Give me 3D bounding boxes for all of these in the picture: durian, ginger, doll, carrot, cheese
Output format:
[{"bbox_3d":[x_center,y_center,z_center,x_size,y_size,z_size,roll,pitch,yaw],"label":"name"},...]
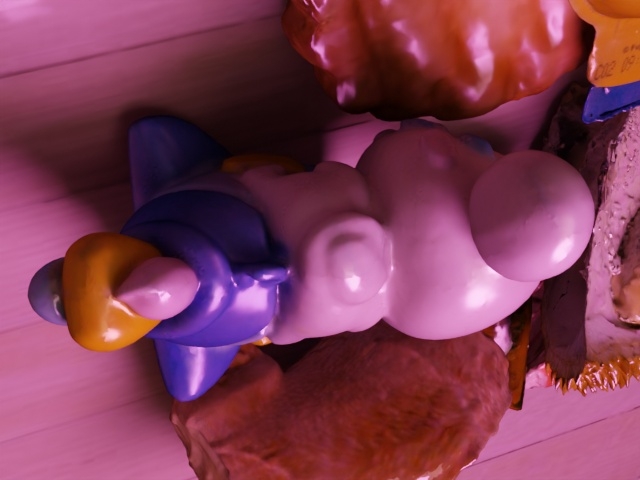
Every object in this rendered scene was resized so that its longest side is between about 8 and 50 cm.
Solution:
[{"bbox_3d":[0.233,-0.019,1.392,0.166,0.172,0.306,28,75,-47],"label":"durian"},{"bbox_3d":[0.009,0.130,1.344,0.275,0.221,0.130,-61,-178,-24],"label":"ginger"},{"bbox_3d":[-0.001,-0.009,1.211,0.366,0.187,0.376,-8,164,1],"label":"doll"},{"bbox_3d":[0.130,0.051,1.440,0.082,0.082,0.173,-3,99,-34],"label":"carrot"},{"bbox_3d":[0.228,-0.183,1.203,0.177,0.069,0.270,-21,142,-21],"label":"cheese"}]

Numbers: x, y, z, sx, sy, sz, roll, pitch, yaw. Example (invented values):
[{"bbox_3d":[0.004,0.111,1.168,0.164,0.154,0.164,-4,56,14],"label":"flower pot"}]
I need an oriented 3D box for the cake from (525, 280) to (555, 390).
[{"bbox_3d":[0.236,0.053,1.538,0.287,0.098,0.135,-36,139,-4],"label":"cake"}]

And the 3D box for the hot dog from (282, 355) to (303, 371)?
[{"bbox_3d":[0.006,0.157,1.470,0.261,0.093,0.123,9,101,-31],"label":"hot dog"}]

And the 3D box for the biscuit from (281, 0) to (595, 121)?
[{"bbox_3d":[0.108,-0.226,1.196,0.326,0.107,0.325,-21,139,-19],"label":"biscuit"}]
